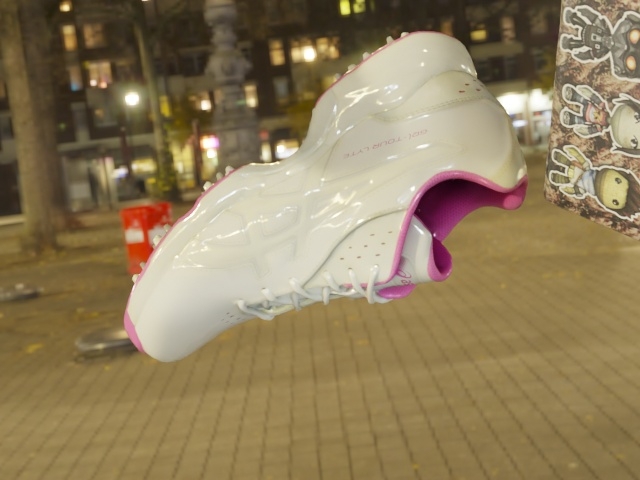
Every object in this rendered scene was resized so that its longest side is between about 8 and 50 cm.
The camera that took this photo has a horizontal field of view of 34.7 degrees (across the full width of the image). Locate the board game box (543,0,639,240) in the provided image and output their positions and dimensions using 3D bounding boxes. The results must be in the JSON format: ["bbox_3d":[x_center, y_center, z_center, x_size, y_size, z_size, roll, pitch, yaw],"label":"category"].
[{"bbox_3d":[0.272,-0.069,0.379,0.291,0.141,0.232,28,47,36],"label":"board game box"}]

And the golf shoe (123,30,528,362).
[{"bbox_3d":[0.000,0.000,0.681,0.306,0.140,0.115,-41,-22,13],"label":"golf shoe"}]
